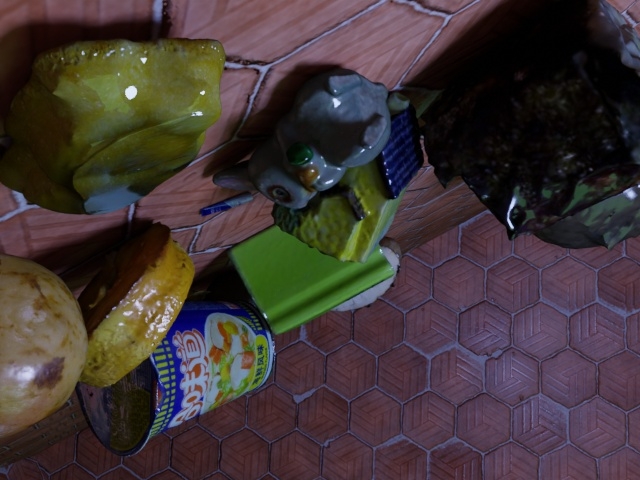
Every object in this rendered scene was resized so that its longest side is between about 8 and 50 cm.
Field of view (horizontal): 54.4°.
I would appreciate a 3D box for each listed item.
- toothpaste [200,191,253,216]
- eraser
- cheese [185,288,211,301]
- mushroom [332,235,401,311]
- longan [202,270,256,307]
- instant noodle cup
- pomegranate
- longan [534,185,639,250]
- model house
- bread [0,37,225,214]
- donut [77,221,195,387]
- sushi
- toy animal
[{"bbox_3d":[-0.146,-0.056,0.969,0.083,0.015,0.024,-20,160,-16],"label":"toothpaste"},{"bbox_3d":[-0.019,0.046,1.264,0.274,0.210,0.092,-30,170,-1],"label":"eraser"},{"bbox_3d":[-0.359,0.169,1.352,0.270,0.069,0.177,-29,170,15],"label":"cheese"},{"bbox_3d":[0.105,0.074,1.651,0.286,0.156,0.151,-35,-163,29],"label":"mushroom"},{"bbox_3d":[-0.190,0.157,1.442,0.167,0.167,0.187,-31,135,17],"label":"longan"},{"bbox_3d":[-0.261,0.227,1.187,0.312,0.284,0.284,-4,155,-48],"label":"instant noodle cup"},{"bbox_3d":[-0.373,0.119,0.674,0.215,0.215,0.215,-27,170,-5],"label":"pomegranate"},{"bbox_3d":[0.602,-0.161,1.397,0.391,0.391,0.391,-27,170,-5],"label":"longan"},{"bbox_3d":[0.048,-0.106,0.889,0.194,0.170,0.211,-43,161,-58],"label":"model house"},{"bbox_3d":[-0.177,-0.088,0.533,0.161,0.088,0.233,-24,171,-37],"label":"bread"},{"bbox_3d":[-0.277,0.089,0.858,0.253,0.118,0.253,-45,-160,21],"label":"donut"},{"bbox_3d":[0.344,-0.176,0.906,0.294,0.281,0.299,-37,174,38],"label":"sushi"},{"bbox_3d":[-0.028,-0.104,0.772,0.127,0.125,0.251,5,154,-45],"label":"toy animal"}]
